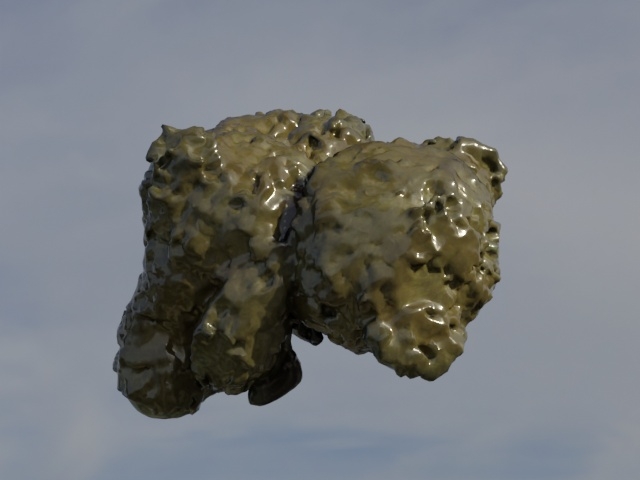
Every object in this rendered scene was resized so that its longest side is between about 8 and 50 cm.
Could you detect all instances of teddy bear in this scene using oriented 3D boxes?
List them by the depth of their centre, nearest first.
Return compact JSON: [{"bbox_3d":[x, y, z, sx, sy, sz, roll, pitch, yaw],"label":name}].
[{"bbox_3d":[0.000,0.000,1.015,0.256,0.267,0.156,11,-30,16],"label":"teddy bear"}]
